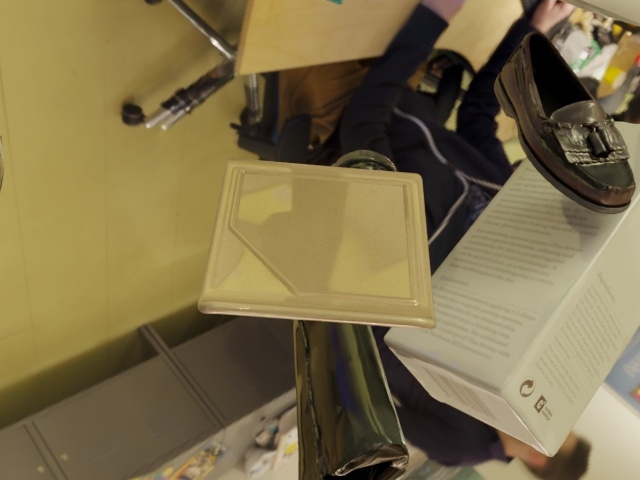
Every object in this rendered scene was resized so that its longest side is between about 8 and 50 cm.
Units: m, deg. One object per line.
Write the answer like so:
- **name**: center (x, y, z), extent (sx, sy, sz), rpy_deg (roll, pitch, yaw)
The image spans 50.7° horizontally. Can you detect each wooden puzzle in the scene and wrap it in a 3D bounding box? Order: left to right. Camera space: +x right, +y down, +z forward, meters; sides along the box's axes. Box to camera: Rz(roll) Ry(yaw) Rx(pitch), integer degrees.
- **wooden puzzle**: center (0.000, 0.000, 0.700), extent (0.221, 0.238, 0.044), rpy_deg (5, 133, -2)

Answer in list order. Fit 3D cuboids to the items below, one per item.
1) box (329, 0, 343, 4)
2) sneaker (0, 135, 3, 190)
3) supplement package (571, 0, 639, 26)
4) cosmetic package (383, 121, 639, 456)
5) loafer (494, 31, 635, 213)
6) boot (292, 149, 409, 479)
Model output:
- **box**: center (0.027, -0.374, 0.731), extent (0.244, 0.060, 0.100), rpy_deg (114, -5, -73)
- **sneaker**: center (-0.298, -0.080, 0.510), extent (0.100, 0.108, 0.271), rpy_deg (-12, 155, -22)
- **supplement package**: center (0.384, -0.431, 0.860), extent (0.204, 0.145, 0.261), rpy_deg (7, 116, -29)
- **cosmetic package**: center (0.328, 0.043, 0.957), extent (0.453, 0.230, 0.161), rpy_deg (-49, 121, -15)
- **loafer**: center (0.315, -0.163, 0.879), extent (0.109, 0.302, 0.095), rpy_deg (-3, 135, -15)
- **boot**: center (0.048, 0.132, 1.024), extent (0.146, 0.445, 0.367), rpy_deg (10, 130, -12)
